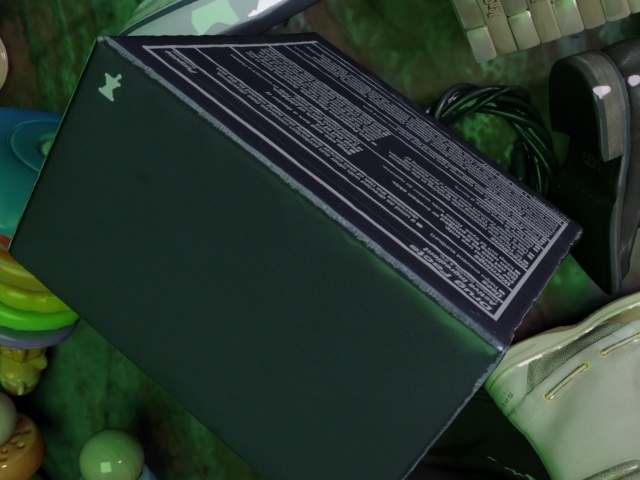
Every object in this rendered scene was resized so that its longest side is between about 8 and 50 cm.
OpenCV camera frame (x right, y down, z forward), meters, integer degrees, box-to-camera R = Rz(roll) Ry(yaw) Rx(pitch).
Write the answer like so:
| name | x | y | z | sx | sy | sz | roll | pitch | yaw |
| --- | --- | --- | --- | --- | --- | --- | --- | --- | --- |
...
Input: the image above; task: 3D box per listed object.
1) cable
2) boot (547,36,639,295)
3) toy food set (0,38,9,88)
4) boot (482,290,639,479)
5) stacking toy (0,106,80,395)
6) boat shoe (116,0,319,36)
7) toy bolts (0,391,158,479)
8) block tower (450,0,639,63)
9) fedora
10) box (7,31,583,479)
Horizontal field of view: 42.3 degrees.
| name | x | y | z | sx | sy | sz | roll | pitch | yaw |
| --- | --- | --- | --- | --- | --- | --- | --- | --- | --- |
| cable | 0.136 | -0.051 | 0.736 | 0.150 | 0.047 | 0.184 | 33 | 104 | 0 |
| boot | 0.305 | -0.087 | 0.668 | 0.229 | 0.091 | 0.263 | -24 | 133 | -8 |
| toy food set | -0.338 | -0.173 | 0.796 | 0.082 | 0.020 | 0.083 | -35 | 95 | 14 |
| boot | 0.262 | 0.135 | 0.680 | 0.213 | 0.165 | 0.077 | -20 | 142 | -10 |
| stacking toy | -0.268 | 0.037 | 0.776 | 0.166 | 0.175 | 0.302 | 3 | 129 | -30 |
| boat shoe | -0.031 | -0.276 | 0.668 | 0.367 | 0.136 | 0.156 | -29 | 97 | 11 |
| toy bolts | -0.269 | 0.253 | 0.783 | 0.228 | 0.218 | 0.158 | 4 | 121 | 1 |
| block tower | 0.249 | -0.231 | 0.606 | 0.335 | 0.097 | 0.091 | -14 | 118 | 26 |
| fedora | 0.152 | 0.218 | 0.729 | 0.275 | 0.243 | 0.124 | 17 | 134 | 3 |
| box | 0.000 | 0.000 | 0.604 | 0.296 | 0.294 | 0.182 | 38 | 115 | 13 |
